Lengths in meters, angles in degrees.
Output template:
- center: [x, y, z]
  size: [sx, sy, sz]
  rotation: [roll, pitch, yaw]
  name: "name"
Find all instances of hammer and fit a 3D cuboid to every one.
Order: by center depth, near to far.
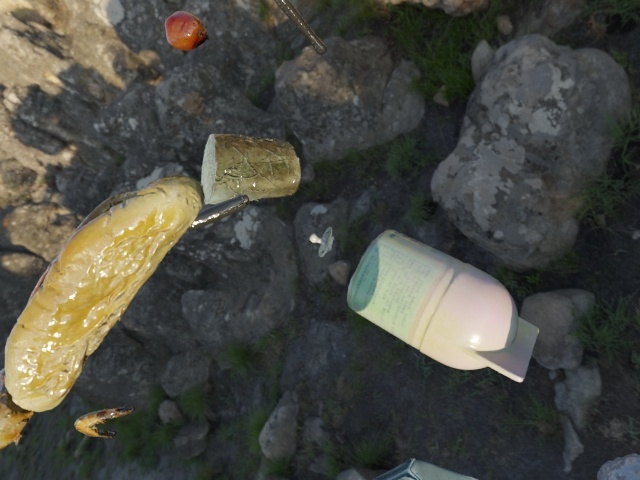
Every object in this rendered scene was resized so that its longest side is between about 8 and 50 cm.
- center: [-0.074, -0.370, 0.584]
  size: [0.029, 0.246, 0.103]
  rotation: [-40, 27, 15]
  name: "hammer"

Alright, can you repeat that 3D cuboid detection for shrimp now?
- center: [-0.676, 0.591, 1.301]
  size: [0.196, 0.147, 0.035]
  rotation: [-14, 36, -4]
  name: "shrimp"

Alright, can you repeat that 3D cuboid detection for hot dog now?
- center: [-0.195, 0.034, 0.350]
  size: [0.242, 0.073, 0.084]
  rotation: [-53, 27, 4]
  name: "hot dog"

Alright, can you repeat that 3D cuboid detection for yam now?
- center: [-0.251, -0.251, 1.424]
  size: [0.241, 0.349, 0.240]
  rotation: [14, 107, 53]
  name: "yam"

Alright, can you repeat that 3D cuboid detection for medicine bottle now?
- center: [0.291, 0.158, 0.950]
  size: [0.407, 0.236, 0.235]
  rotation: [27, 89, 25]
  name: "medicine bottle"

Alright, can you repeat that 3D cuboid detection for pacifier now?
- center: [0.000, 0.000, 1.043]
  size: [0.068, 0.064, 0.083]
  rotation: [-16, 55, 65]
  name: "pacifier"

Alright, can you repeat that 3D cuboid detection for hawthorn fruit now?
- center: [-0.291, -0.459, 0.891]
  size: [0.093, 0.081, 0.080]
  rotation: [20, 81, 12]
  name: "hawthorn fruit"

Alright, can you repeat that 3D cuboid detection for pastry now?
- center: [-0.836, 0.440, 1.061]
  size: [0.229, 0.100, 0.218]
  rotation: [-31, 45, 21]
  name: "pastry"

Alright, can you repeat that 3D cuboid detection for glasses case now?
- center: [0.110, 0.382, 0.569]
  size: [0.056, 0.105, 0.266]
  rotation: [-75, 7, -45]
  name: "glasses case"

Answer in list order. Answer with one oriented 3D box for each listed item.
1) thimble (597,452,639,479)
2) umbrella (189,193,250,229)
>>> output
- center: [0.505, 0.394, 0.591]
  size: [0.152, 0.127, 0.117]
  rotation: [-6, 31, 23]
  name: "thimble"
- center: [-0.207, -0.060, 0.815]
  size: [0.133, 0.031, 0.036]
  rotation: [-23, 68, -5]
  name: "umbrella"
